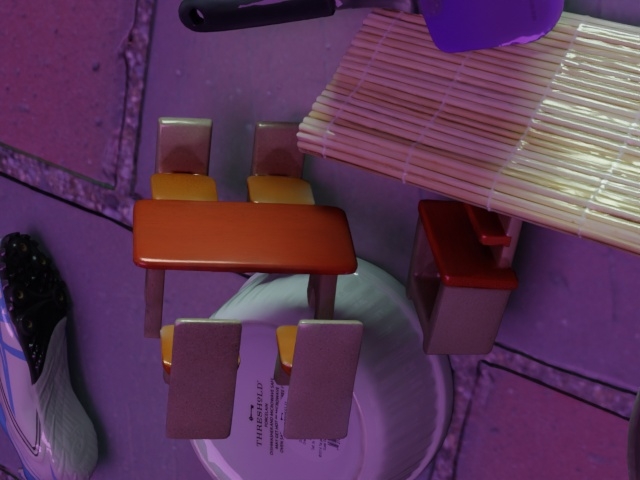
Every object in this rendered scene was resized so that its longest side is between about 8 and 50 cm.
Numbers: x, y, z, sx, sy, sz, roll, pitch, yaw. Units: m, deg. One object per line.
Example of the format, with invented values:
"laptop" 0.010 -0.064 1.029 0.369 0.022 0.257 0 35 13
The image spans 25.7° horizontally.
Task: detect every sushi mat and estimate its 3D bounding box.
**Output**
"sushi mat" 0.144 -0.084 0.915 0.316 0.019 0.151 19 73 31

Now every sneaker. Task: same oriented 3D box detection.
"sneaker" -0.263 0.111 1.246 0.086 0.085 0.237 -6 101 27

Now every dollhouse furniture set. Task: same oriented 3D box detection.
"dollhouse furniture set" 0.000 0.000 0.970 0.259 0.262 0.135 2 123 -10

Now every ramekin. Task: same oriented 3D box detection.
"ramekin" -0.012 0.120 1.087 0.207 0.109 0.207 9 110 28

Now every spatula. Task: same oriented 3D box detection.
"spatula" 0.024 -0.166 0.971 0.296 0.030 0.084 1 121 32

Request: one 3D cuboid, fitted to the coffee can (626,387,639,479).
"coffee can" 0.310 0.081 0.786 0.202 0.275 0.201 9 110 27
